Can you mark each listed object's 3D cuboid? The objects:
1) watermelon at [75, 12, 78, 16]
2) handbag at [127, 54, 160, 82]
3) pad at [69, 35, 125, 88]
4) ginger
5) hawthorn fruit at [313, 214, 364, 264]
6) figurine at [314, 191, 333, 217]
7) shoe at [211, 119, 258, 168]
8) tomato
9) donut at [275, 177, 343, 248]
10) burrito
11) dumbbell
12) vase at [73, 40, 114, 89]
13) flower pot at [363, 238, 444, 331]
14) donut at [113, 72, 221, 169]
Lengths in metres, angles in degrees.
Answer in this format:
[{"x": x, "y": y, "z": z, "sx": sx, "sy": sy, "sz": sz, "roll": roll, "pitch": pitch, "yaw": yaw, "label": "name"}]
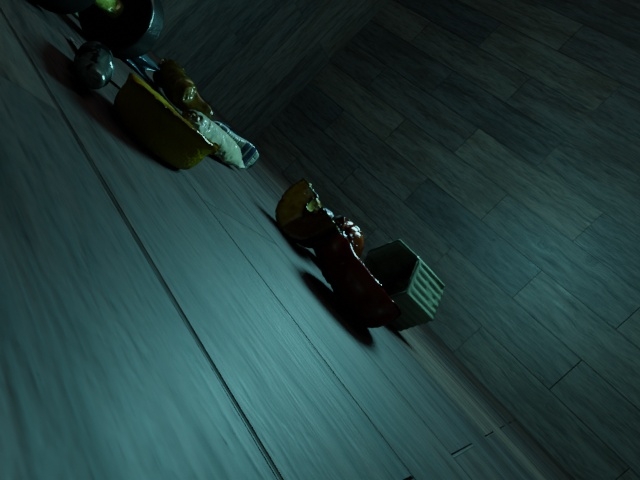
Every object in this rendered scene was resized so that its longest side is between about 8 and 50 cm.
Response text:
[{"x": -0.630, "y": -0.627, "z": 1.332, "sx": 0.180, "sy": 0.094, "sz": 0.081, "roll": 60, "pitch": 2, "yaw": 0, "label": "watermelon"}, {"x": -0.611, "y": -0.600, "z": 1.441, "sx": 0.221, "sy": 0.057, "sz": 0.144, "roll": 48, "pitch": 9, "yaw": 29, "label": "handbag"}, {"x": -0.438, "y": -0.343, "z": 0.970, "sx": 0.113, "sy": 0.006, "sz": 0.188, "roll": 47, "pitch": 3, "yaw": 37, "label": "pad"}, {"x": -0.462, "y": -0.495, "z": 1.486, "sx": 0.309, "sy": 0.107, "sz": 0.133, "roll": 47, "pitch": -24, "yaw": 36, "label": "ginger"}, {"x": 0.050, "y": 0.020, "z": 1.275, "sx": 0.148, "sy": 0.148, "sz": 0.172, "roll": 47, "pitch": -19, "yaw": 23, "label": "hawthorn fruit"}, {"x": -0.015, "y": -0.090, "z": 1.784, "sx": 0.240, "sy": 0.116, "sz": 0.174, "roll": 50, "pitch": 5, "yaw": -21, "label": "figurine"}, {"x": -0.290, "y": -0.317, "z": 1.495, "sx": 0.207, "sy": 0.091, "sz": 0.106, "roll": 38, "pitch": 13, "yaw": -29, "label": "shoe"}, {"x": 0.073, "y": 0.104, "z": 0.986, "sx": 0.227, "sy": 0.101, "sz": 0.228, "roll": 52, "pitch": 1, "yaw": -2, "label": "tomato"}, {"x": -0.034, "y": -0.055, "z": 1.200, "sx": 0.085, "sy": 0.141, "sz": 0.217, "roll": 55, "pitch": 6, "yaw": -50, "label": "donut"}, {"x": -0.288, "y": -0.268, "z": 1.220, "sx": 0.117, "sy": 0.076, "sz": 0.392, "roll": 39, "pitch": 2, "yaw": 6, "label": "burrito"}, {"x": -0.520, "y": -0.571, "z": 1.050, "sx": 0.204, "sy": 0.204, "sz": 0.322, "roll": 45, "pitch": 5, "yaw": 5, "label": "dumbbell"}, {"x": -0.358, "y": -0.275, "z": 0.728, "sx": 0.060, "sy": 0.060, "sz": 0.211, "roll": 42, "pitch": 5, "yaw": -36, "label": "vase"}, {"x": 0.246, "y": 0.142, "z": 1.439, "sx": 0.209, "sy": 0.239, "sz": 0.189, "roll": 3, "pitch": -32, "yaw": 47, "label": "flower pot"}, {"x": -0.262, "y": -0.189, "z": 0.759, "sx": 0.190, "sy": 0.074, "sz": 0.174, "roll": 43, "pitch": 4, "yaw": 27, "label": "donut"}]
